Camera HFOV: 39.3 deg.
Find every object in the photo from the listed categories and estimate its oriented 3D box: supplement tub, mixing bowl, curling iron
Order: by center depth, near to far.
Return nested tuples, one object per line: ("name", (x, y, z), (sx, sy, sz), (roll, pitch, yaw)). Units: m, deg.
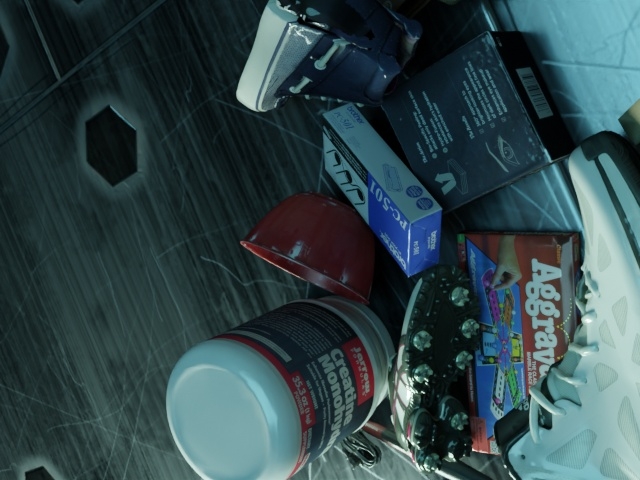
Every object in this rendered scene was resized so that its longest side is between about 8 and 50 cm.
("supplement tub", (-0.041, 0.184, 1.133), (0.191, 0.272, 0.191), (10, 108, 33))
("mixing bowl", (0.000, 0.000, 1.143), (0.181, 0.181, 0.098), (22, 81, 29))
("curling iron", (0.141, 0.296, 1.180), (0.274, 0.035, 0.068), (11, 101, 34))

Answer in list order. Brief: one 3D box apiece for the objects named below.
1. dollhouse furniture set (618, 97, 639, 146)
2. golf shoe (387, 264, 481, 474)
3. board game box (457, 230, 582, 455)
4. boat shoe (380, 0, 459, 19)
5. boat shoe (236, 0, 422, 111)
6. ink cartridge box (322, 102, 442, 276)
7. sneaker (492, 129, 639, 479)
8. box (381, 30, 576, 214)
("dollhouse furniture set", (0.368, -0.133, 0.823), (0.151, 0.123, 0.144), (-31, 83, 4))
("golf shoe", (0.123, 0.151, 1.106), (0.120, 0.105, 0.273), (34, 128, 56))
("board game box", (0.243, 0.128, 1.075), (0.145, 0.027, 0.281), (1, 102, 34))
("boat shoe", (0.139, -0.320, 0.985), (0.324, 0.123, 0.116), (-28, 91, 46))
("boat shoe", (0.004, -0.197, 1.041), (0.158, 0.340, 0.127), (33, 79, -3))
("ink cartridge box", (0.070, -0.064, 1.068), (0.207, 0.046, 0.097), (55, 161, 36))
("sneaker", (0.278, 0.127, 0.938), (0.257, 0.169, 0.448), (-18, 93, 25))
("box", (0.176, -0.131, 1.013), (0.158, 0.093, 0.156), (-27, 86, 36))
